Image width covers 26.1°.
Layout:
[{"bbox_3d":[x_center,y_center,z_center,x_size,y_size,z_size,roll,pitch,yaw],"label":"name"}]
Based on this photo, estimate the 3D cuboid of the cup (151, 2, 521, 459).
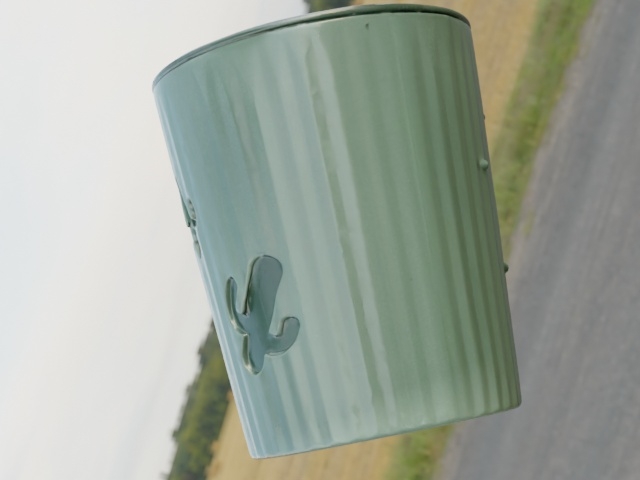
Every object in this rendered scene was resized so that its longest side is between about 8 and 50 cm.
[{"bbox_3d":[0.024,-0.005,1.352,0.401,0.310,0.392,70,-171,-83],"label":"cup"}]
